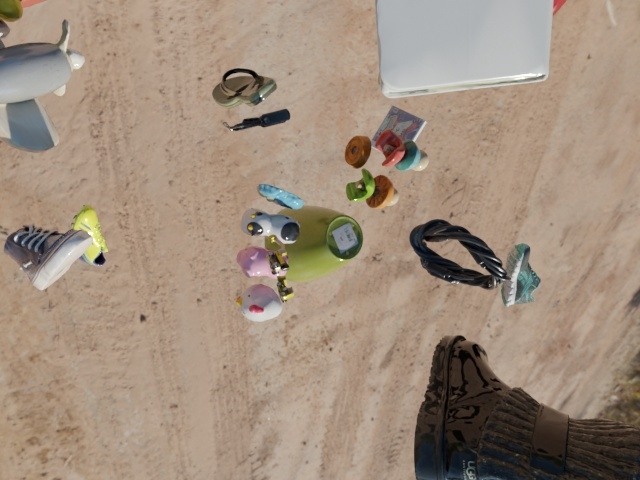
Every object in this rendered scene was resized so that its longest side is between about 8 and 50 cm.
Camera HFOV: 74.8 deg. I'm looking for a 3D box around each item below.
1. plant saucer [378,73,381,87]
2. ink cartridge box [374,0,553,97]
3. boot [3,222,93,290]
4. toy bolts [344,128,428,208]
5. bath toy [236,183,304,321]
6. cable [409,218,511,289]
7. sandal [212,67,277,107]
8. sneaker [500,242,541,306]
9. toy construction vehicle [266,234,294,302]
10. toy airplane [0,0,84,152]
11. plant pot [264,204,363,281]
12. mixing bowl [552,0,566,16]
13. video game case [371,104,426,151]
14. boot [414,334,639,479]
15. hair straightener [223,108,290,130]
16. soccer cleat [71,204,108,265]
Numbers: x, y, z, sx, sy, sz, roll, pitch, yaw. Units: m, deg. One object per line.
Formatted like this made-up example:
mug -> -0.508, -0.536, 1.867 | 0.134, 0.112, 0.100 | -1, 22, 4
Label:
plant saucer -> 0.244, -0.650, 1.630 | 0.021, 0.119, 0.119 | 7, 118, -4
ink cartridge box -> 0.105, -0.236, 0.371 | 0.114, 0.273, 0.197 | -3, 110, 11
boot -> -0.395, 0.009, 0.591 | 0.190, 0.069, 0.086 | -28, 109, 40
toy bolts -> 0.196, -0.224, 1.221 | 0.158, 0.218, 0.228 | 12, 147, -33
bath toy -> -0.142, 0.038, 1.054 | 0.151, 0.129, 0.348 | 11, 92, 5
cable -> 0.252, 0.027, 0.754 | 0.047, 0.184, 0.150 | -48, 142, -26
sandal -> -0.225, -0.445, 1.186 | 0.120, 0.303, 0.086 | -53, 128, -12
sneaker -> 0.466, 0.079, 0.959 | 0.076, 0.065, 0.166 | 1, 123, 7
toy construction vehicle -> -0.071, 0.048, 0.753 | 0.035, 0.098, 0.086 | -18, 138, -12
toy airplane -> -0.462, -0.344, 0.481 | 0.272, 0.384, 0.386 | -17, 157, 13
plant pot -> 0.000, 0.000, 1.362 | 0.275, 0.293, 0.275 | 3, 84, -29
mixing bowl -> 0.465, -0.561, 0.851 | 0.181, 0.181, 0.098 | 19, 141, -39
video game case -> 0.332, -0.465, 1.824 | 0.201, 0.183, 0.023 | -58, 149, 10
boot -> 0.297, 0.254, 0.614 | 0.348, 0.260, 0.131 | -33, 117, -63
hair straightener -> -0.200, -0.392, 1.352 | 0.230, 0.089, 0.047 | -16, 99, -27
soccer cleat -> -0.816, -0.015, 1.507 | 0.121, 0.093, 0.289 | 25, 133, -5
